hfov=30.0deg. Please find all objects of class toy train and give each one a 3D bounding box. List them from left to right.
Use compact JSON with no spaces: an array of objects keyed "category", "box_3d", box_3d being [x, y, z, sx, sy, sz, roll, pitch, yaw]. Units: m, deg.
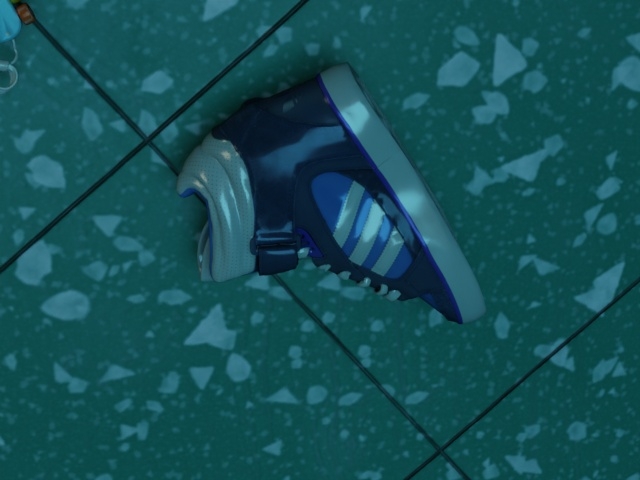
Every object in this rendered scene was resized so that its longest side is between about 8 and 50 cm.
[{"category":"toy train","box_3d":[-0.341,-0.202,1.068,0.166,0.046,0.125,19,105,-17]}]

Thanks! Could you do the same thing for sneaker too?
[{"category":"sneaker","box_3d":[0.000,0.000,1.194,0.236,0.130,0.322,-30,119,8]}]
